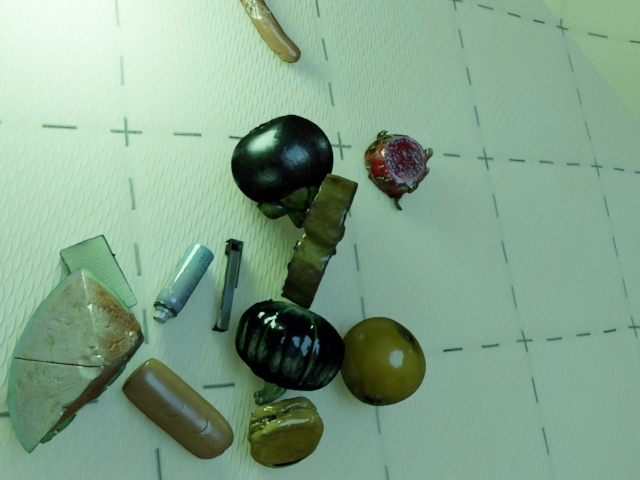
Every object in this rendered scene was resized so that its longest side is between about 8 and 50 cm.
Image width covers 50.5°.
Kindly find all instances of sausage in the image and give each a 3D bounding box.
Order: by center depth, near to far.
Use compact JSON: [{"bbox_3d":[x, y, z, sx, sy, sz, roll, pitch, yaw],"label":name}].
[{"bbox_3d":[-0.345,0.420,1.669,0.304,0.121,0.121,46,56,-14],"label":"sausage"},{"bbox_3d":[-0.174,-0.700,2.150,0.087,0.079,0.326,-36,96,-25],"label":"sausage"}]

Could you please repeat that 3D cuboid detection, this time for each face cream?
[{"bbox_3d":[-0.364,0.115,1.776,0.075,0.075,0.229,39,57,-18],"label":"face cream"}]

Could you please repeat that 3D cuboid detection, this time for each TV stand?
[{"bbox_3d":[-0.256,0.122,1.863,0.040,0.049,0.256,17,68,-28],"label":"TV stand"}]

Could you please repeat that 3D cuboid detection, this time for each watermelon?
[{"bbox_3d":[-0.537,0.284,1.549,0.319,0.292,0.222,51,8,37],"label":"watermelon"}]

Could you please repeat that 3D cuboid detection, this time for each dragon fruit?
[{"bbox_3d":[0.271,-0.252,2.272,0.211,0.147,0.282,-7,78,-36],"label":"dragon fruit"}]

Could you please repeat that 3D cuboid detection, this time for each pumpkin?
[{"bbox_3d":[-0.084,0.307,1.790,0.296,0.296,0.295,11,70,-31],"label":"pumpkin"}]

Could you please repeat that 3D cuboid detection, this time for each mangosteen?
[{"bbox_3d":[-0.094,-0.207,1.926,0.300,0.300,0.300,11,70,-31],"label":"mangosteen"}]

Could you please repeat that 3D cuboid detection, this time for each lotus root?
[{"bbox_3d":[0.000,0.000,1.879,0.111,0.375,0.390,20,105,1],"label":"lotus root"}]

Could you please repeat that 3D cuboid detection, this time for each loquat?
[{"bbox_3d":[0.181,0.348,1.966,0.263,0.263,0.263,11,70,-31],"label":"loquat"}]

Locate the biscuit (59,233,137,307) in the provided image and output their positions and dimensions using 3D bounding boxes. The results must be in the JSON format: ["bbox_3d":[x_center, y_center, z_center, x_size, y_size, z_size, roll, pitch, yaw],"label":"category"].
[{"bbox_3d":[-0.550,0.093,1.680,0.121,0.041,0.199,-26,91,-33],"label":"biscuit"}]

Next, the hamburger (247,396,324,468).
[{"bbox_3d":[-0.092,0.500,1.767,0.214,0.213,0.108,9,33,-32],"label":"hamburger"}]

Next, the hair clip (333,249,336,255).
[{"bbox_3d":[0.028,-0.069,2.119,0.070,0.039,0.229,19,65,-27],"label":"hair clip"}]
